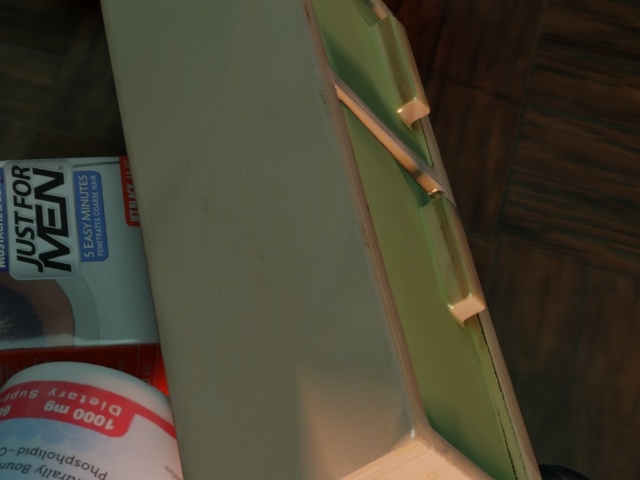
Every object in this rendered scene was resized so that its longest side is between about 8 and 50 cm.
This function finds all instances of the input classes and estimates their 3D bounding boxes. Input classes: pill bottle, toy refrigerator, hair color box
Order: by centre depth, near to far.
[{"bbox_3d":[-0.096,0.125,0.653,0.087,0.087,0.160,17,52,5],"label":"pill bottle"},{"bbox_3d":[0.000,0.000,0.725,0.094,0.102,0.269,-31,47,18],"label":"toy refrigerator"},{"bbox_3d":[-0.138,0.019,0.752,0.167,0.053,0.093,-4,54,-10],"label":"hair color box"}]

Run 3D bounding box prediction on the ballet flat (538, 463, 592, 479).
[{"bbox_3d":[0.074,0.149,0.678,0.049,0.057,0.173,17,52,1],"label":"ballet flat"}]
